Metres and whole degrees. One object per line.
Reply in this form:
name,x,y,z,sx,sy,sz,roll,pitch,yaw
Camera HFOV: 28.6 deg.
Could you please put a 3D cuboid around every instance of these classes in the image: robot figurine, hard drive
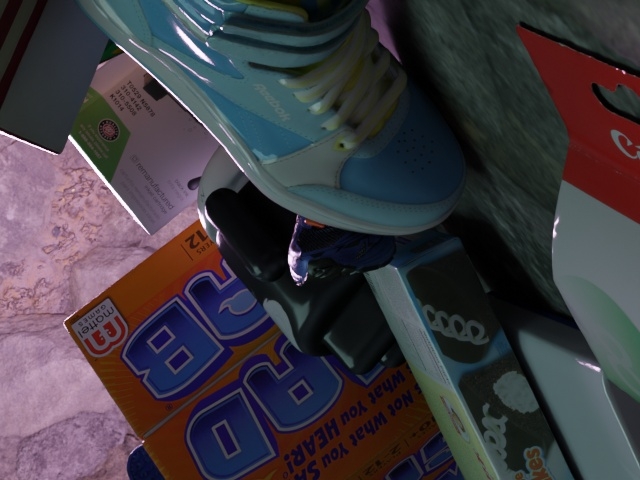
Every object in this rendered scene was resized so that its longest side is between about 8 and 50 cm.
robot figurine,0.000,-0.002,1.236,0.278,0.173,0.209,50,169,25
hard drive,0.211,0.155,0.969,0.210,0.040,0.319,64,173,-8

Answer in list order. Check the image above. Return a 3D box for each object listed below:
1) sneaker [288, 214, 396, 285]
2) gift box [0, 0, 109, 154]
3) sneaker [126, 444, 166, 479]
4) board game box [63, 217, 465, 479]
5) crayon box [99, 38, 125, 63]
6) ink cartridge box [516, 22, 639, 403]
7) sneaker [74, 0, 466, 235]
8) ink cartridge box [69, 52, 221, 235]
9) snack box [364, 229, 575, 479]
sneaker,0.012,-0.043,0.946,0.221,0.083,0.087,-77,-32,-57
gift box,-0.280,-0.236,0.815,0.276,0.258,0.255,22,178,21
sneaker,-0.154,0.351,1.538,0.232,0.081,0.090,58,180,20
board game box,-0.013,0.176,1.495,0.356,0.356,0.356,50,175,28
crayon box,-0.262,-0.283,1.120,0.278,0.165,0.081,69,-161,3
ink cartridge box,0.163,0.019,0.587,0.224,0.056,0.181,53,175,-31
sneaker,0.003,-0.110,0.755,0.319,0.127,0.208,35,163,-22
ink cartridge box,-0.152,-0.140,1.343,0.160,0.219,0.092,54,172,-26
snack box,0.136,0.144,1.052,0.322,0.060,0.187,64,174,-8
